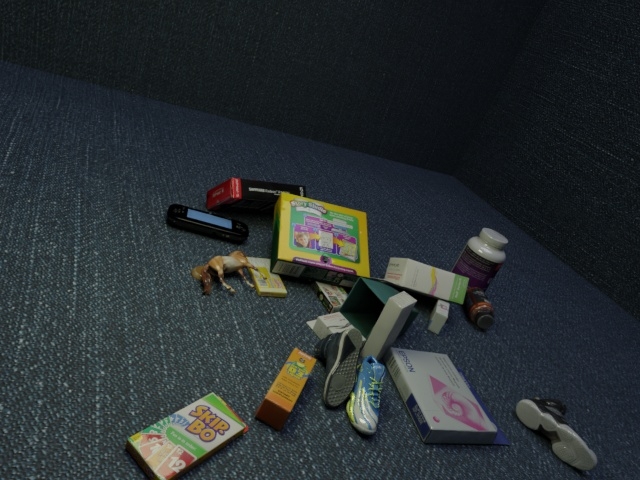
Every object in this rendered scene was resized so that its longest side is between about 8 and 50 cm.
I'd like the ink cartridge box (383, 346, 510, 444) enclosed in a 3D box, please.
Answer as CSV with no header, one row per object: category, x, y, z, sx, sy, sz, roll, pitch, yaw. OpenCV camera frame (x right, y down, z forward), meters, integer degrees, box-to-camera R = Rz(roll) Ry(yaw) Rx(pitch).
ink cartridge box,0.399,0.482,1.525,0.329,0.072,0.324,10,28,-23

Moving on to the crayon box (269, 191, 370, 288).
crayon box,0.000,0.000,1.863,0.362,0.106,0.313,13,52,-17

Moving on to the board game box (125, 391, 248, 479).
board game box,-0.284,0.431,1.083,0.124,0.039,0.259,36,25,24

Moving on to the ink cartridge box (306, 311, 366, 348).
ink cartridge box,0.049,0.297,1.594,0.104,0.060,0.180,-4,37,-44

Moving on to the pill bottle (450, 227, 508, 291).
pill bottle,0.717,0.111,2.219,0.181,0.323,0.182,19,26,-9

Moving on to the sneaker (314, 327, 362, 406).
sneaker,0.035,0.371,1.418,0.086,0.163,0.226,32,62,-21

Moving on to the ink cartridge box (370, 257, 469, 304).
ink cartridge box,0.401,0.155,2.014,0.353,0.119,0.207,17,-5,-13

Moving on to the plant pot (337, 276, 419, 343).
plant pot,0.222,0.255,1.721,0.234,0.166,0.165,13,25,-41

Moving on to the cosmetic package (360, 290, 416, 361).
cosmetic package,0.215,0.281,1.557,0.060,0.239,0.098,37,28,29

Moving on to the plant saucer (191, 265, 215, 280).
plant saucer,-0.394,0.109,1.640,0.083,0.015,0.083,19,26,-10

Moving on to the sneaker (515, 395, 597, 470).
sneaker,0.778,0.602,1.566,0.153,0.101,0.268,-6,35,-42

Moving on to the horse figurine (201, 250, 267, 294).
horse figurine,-0.307,0.102,1.646,0.174,0.066,0.263,45,34,23

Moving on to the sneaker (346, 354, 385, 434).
sneaker,0.130,0.414,1.356,0.091,0.126,0.240,17,25,-12

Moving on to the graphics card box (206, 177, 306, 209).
graphics card box,-0.271,-0.182,2.083,0.370,0.094,0.232,3,-12,-38

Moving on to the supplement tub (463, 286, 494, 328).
supplement tub,0.682,0.293,2.092,0.105,0.106,0.198,20,26,-8

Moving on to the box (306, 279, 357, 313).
box,0.040,0.194,1.816,0.114,0.036,0.207,5,31,-34

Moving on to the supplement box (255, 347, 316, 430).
supplement box,-0.087,0.385,1.287,0.078,0.080,0.233,28,23,4

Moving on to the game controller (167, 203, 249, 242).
game controller,-0.436,-0.073,1.901,0.318,0.067,0.166,16,26,-17

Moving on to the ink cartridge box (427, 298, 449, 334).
ink cartridge box,0.465,0.298,1.913,0.052,0.089,0.122,25,24,10

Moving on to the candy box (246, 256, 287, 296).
candy box,-0.200,0.129,1.751,0.105,0.027,0.206,9,29,-29
